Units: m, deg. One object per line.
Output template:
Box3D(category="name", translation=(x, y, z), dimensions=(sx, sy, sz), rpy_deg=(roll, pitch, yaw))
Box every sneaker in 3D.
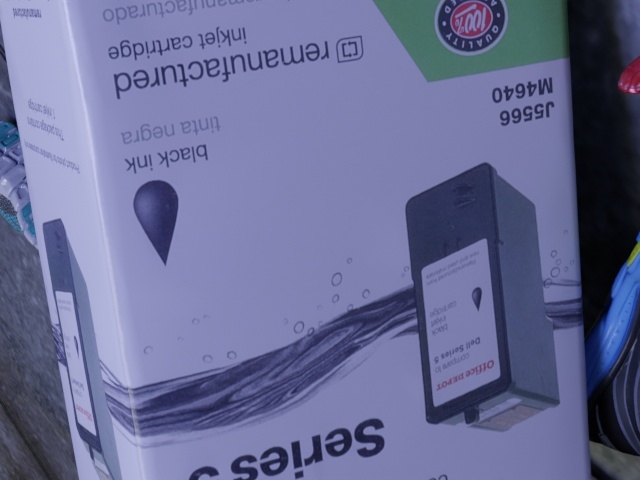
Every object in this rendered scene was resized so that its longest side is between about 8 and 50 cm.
Box3D(category="sneaker", translation=(-0.214, -0.025, 0.967), dimensions=(0.166, 0.065, 0.076), rpy_deg=(45, 162, 27))
Box3D(category="sneaker", translation=(0.157, 0.027, 0.499), dimensions=(0.078, 0.067, 0.188), rpy_deg=(27, 138, 12))

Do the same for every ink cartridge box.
Box3D(category="ink cartridge box", translation=(-0.004, 0.011, 0.504), dimensions=(0.115, 0.198, 0.273), rpy_deg=(22, 122, 62))

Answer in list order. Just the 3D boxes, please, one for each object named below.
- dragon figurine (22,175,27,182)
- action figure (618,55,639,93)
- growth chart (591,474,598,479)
Box3D(category="dragon figurine", translation=(-0.113, -0.146, 0.688), dimensions=(0.144, 0.085, 0.289), rpy_deg=(59, 143, 5))
Box3D(category="action figure", translation=(0.091, -0.164, 0.360), dimensions=(0.091, 0.139, 0.280), rpy_deg=(15, 125, 46))
Box3D(category="growth chart", translation=(0.126, 0.198, 0.706), dimensions=(0.172, 0.021, 0.237), rpy_deg=(43, 144, 23))
